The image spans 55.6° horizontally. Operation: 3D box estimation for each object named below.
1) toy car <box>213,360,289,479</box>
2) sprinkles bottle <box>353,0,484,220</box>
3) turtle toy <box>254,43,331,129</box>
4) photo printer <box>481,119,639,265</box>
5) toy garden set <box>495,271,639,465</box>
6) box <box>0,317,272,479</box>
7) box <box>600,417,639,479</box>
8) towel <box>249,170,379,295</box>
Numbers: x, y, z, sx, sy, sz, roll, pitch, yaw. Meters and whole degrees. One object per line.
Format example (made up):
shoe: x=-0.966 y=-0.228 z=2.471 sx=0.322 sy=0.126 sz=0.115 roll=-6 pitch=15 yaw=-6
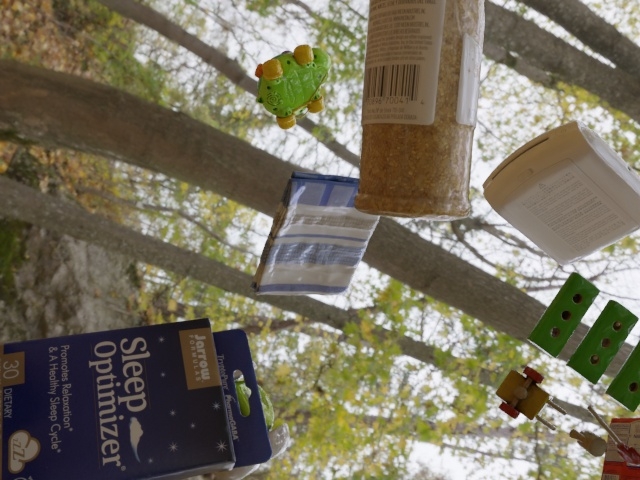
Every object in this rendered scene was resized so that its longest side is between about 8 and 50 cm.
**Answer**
toy car: x=-0.144 y=0.262 z=0.867 sx=0.136 sy=0.182 sz=0.159 roll=-37 pitch=-104 yaw=21
sprinkles bottle: x=0.103 y=-0.201 z=0.602 sx=0.121 sy=0.121 sz=0.355 roll=14 pitch=-79 yaw=61
turtle toy: x=-0.034 y=-0.212 z=0.800 sx=0.130 sy=0.095 sz=0.066 roll=-33 pitch=-139 yaw=-23
photo printer: x=0.515 y=-0.098 z=1.274 sx=0.256 sy=0.307 sz=0.107 roll=-38 pitch=-150 yaw=37
toy garden set: x=0.369 y=0.191 z=0.815 sx=0.204 sy=0.244 sz=0.049 roll=-55 pitch=-172 yaw=-2
box: x=-0.159 y=0.140 z=0.518 sx=0.036 sy=0.225 sz=0.136 roll=113 pitch=-34 yaw=-51
box: x=0.554 y=0.339 z=0.883 sx=0.257 sy=0.122 sz=0.128 roll=-39 pitch=-152 yaw=64
towel: x=0.000 y=0.000 z=1.128 sx=0.034 sy=0.209 sz=0.285 roll=-112 pitch=-146 yaw=-44
